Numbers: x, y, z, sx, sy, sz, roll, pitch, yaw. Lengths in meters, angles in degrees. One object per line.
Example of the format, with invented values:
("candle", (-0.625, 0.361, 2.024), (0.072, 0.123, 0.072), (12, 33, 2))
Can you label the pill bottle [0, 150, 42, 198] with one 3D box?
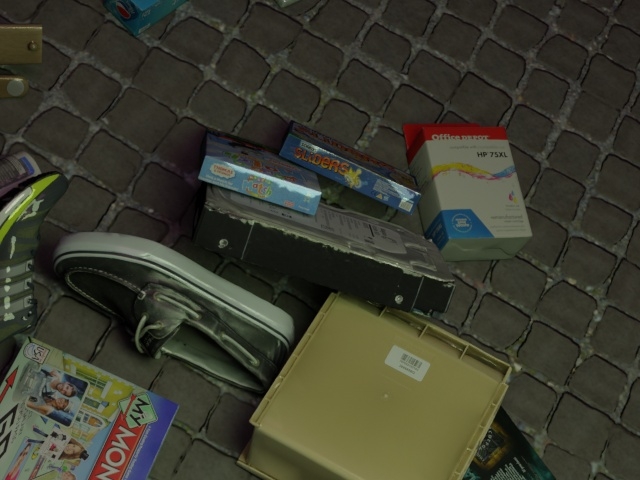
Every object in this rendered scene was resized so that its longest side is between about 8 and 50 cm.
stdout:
("pill bottle", (-0.433, -0.057, 1.916), (0.137, 0.078, 0.078), (-27, 74, -28))

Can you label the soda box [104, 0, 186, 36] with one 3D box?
("soda box", (-0.217, -0.393, 2.167), (0.071, 0.067, 0.210), (44, 59, 9))

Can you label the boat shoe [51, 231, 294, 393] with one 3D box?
("boat shoe", (-0.193, 0.094, 1.885), (0.335, 0.121, 0.119), (22, 55, -8))

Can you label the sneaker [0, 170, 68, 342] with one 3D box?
("sneaker", (-0.395, 0.048, 1.836), (0.121, 0.111, 0.300), (34, 84, -18))

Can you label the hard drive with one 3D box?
("hard drive", (0.000, 0.000, 1.944), (0.339, 0.237, 0.064), (19, 103, -7))

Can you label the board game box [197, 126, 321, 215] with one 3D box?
("board game box", (-0.084, -0.096, 1.988), (0.160, 0.211, 0.039), (17, 103, -8))

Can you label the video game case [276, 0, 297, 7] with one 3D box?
("video game case", (-0.033, -0.463, 2.288), (0.190, 0.022, 0.173), (-29, 74, -28))

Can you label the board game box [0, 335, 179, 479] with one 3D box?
("board game box", (-0.330, 0.296, 1.781), (0.213, 0.046, 0.317), (24, 59, -3))

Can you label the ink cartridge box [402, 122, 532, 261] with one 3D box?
("ink cartridge box", (0.209, -0.089, 2.133), (0.134, 0.078, 0.231), (-2, 63, -19))

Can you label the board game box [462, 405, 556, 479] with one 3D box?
("board game box", (0.212, 0.279, 1.969), (0.126, 0.026, 0.186), (-29, 74, -26))

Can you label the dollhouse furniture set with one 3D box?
("dollhouse furniture set", (-0.422, -0.196, 1.955), (0.123, 0.144, 0.151), (-3, 28, -19))

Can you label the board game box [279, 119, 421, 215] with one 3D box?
("board game box", (0.041, -0.104, 2.062), (0.201, 0.136, 0.035), (24, 102, -6))

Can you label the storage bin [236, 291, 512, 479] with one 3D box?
("storage bin", (0.074, 0.223, 1.878), (0.262, 0.123, 0.260), (28, 58, 10))
